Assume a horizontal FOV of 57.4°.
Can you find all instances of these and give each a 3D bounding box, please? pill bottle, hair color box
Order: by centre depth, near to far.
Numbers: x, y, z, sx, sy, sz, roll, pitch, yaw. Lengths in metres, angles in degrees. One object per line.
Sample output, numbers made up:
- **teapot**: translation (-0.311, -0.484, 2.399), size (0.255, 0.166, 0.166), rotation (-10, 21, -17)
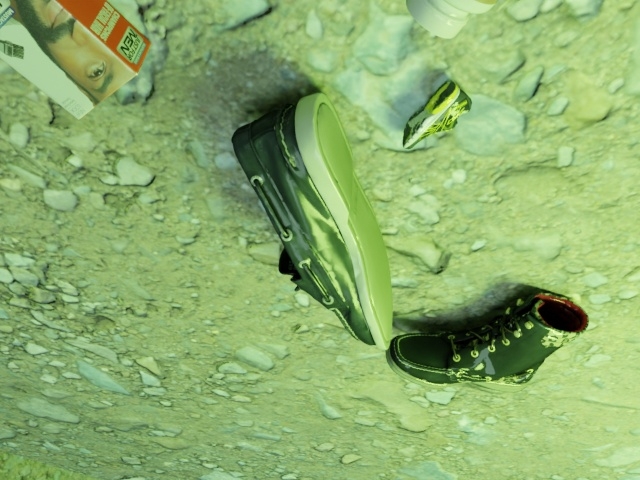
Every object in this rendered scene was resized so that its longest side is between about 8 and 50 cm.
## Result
- **pill bottle**: translation (0.115, -0.209, 0.420), size (0.067, 0.067, 0.120), rotation (21, 138, -17)
- **hair color box**: translation (-0.243, -0.193, 0.500), size (0.093, 0.053, 0.167), rotation (-24, 133, 31)

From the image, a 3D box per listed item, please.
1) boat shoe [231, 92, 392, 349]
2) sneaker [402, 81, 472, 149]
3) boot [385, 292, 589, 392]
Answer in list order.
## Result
- **boat shoe**: translation (-0.001, 0.003, 0.646), size (0.113, 0.127, 0.340), rotation (-7, 137, 18)
- **sneaker**: translation (0.112, -0.113, 0.563), size (0.035, 0.031, 0.083), rotation (24, 137, -21)
- **boot**: translation (0.226, 0.133, 0.805), size (0.236, 0.085, 0.179), rotation (11, 139, -15)
